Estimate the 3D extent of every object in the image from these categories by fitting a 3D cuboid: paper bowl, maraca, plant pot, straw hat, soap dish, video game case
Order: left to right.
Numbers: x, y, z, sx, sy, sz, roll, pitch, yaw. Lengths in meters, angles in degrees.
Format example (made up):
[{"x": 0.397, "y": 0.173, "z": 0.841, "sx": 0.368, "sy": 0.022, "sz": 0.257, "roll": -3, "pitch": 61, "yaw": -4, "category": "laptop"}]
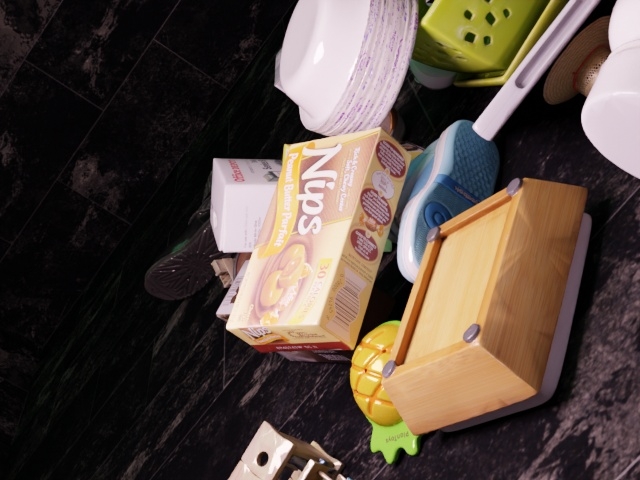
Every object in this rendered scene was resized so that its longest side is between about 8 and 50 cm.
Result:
[{"x": 0.033, "y": -0.310, "z": 1.695, "sx": 0.284, "sy": 0.148, "sz": 0.284, "roll": -165, "pitch": 90, "yaw": -70, "category": "paper bowl"}, {"x": 0.095, "y": 0.195, "z": 1.377, "sx": 0.127, "sy": 0.099, "sz": 0.186, "roll": -34, "pitch": 53, "yaw": 43, "category": "maraca"}, {"x": 0.257, "y": -0.379, "z": 1.732, "sx": 0.227, "sy": 0.207, "sz": 0.228, "roll": -58, "pitch": 18, "yaw": -5, "category": "plant pot"}, {"x": 0.198, "y": 0.075, "z": 1.267, "sx": 0.229, "sy": 0.118, "sz": 0.291, "roll": -33, "pitch": 29, "yaw": 52, "category": "soap dish"}, {"x": 0.322, "y": -0.274, "z": 1.481, "sx": 0.300, "sy": 0.036, "sz": 0.329, "roll": -53, "pitch": -4, "yaw": 13, "category": "video game case"}, {"x": 0.370, "y": -0.222, "z": 1.404, "sx": 0.061, "sy": 0.144, "sz": 0.144, "roll": 47, "pitch": 109, "yaw": 27, "category": "straw hat"}]

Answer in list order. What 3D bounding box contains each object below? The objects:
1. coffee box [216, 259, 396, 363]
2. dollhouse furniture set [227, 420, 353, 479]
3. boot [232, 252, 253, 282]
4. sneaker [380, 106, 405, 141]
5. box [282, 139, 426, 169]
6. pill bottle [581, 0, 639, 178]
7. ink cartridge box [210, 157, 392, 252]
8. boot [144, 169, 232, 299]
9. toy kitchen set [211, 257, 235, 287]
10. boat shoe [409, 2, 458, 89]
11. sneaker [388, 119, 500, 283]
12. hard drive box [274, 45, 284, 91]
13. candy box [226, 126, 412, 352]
[{"x": -0.031, "y": 0.112, "z": 1.719, "sx": 0.119, "sy": 0.168, "sz": 0.297, "roll": -62, "pitch": 19, "yaw": -16, "category": "coffee box"}, {"x": -0.017, "y": 0.355, "z": 1.406, "sx": 0.183, "sy": 0.129, "sz": 0.129, "roll": 31, "pitch": 88, "yaw": 42, "category": "dollhouse furniture set"}, {"x": -0.042, "y": -0.003, "z": 2.127, "sx": 0.280, "sy": 0.096, "sz": 0.264, "roll": -20, "pitch": 32, "yaw": 50, "category": "boot"}, {"x": 0.048, "y": -0.137, "z": 1.965, "sx": 0.290, "sy": 0.106, "sz": 0.123, "roll": -58, "pitch": -18, "yaw": -4, "category": "sneaker"}, {"x": 0.059, "y": -0.126, "z": 1.724, "sx": 0.087, "sy": 0.232, "sz": 0.058, "roll": -144, "pitch": 54, "yaw": -59, "category": "box"}, {"x": 0.427, "y": -0.251, "z": 1.052, "sx": 0.392, "sy": 0.224, "sz": 0.224, "roll": -61, "pitch": 18, "yaw": -13, "category": "pill bottle"}, {"x": -0.037, "y": -0.062, "z": 1.806, "sx": 0.211, "sy": 0.289, "sz": 0.121, "roll": -125, "pitch": 37, "yaw": -70, "category": "ink cartridge box"}, {"x": -0.308, "y": -0.021, "z": 2.707, "sx": 0.348, "sy": 0.131, "sz": 0.260, "roll": -37, "pitch": 32, "yaw": 23, "category": "boot"}, {"x": -0.216, "y": 0.089, "z": 2.406, "sx": 0.075, "sy": 0.083, "sz": 0.068, "roll": -45, "pitch": 63, "yaw": 34, "category": "toy kitchen set"}, {"x": 0.208, "y": -0.342, "z": 1.980, "sx": 0.301, "sy": 0.108, "sz": 0.102, "roll": -92, "pitch": 6, "yaw": -55, "category": "boat shoe"}, {"x": 0.147, "y": -0.020, "z": 1.559, "sx": 0.208, "sy": 0.127, "sz": 0.319, "roll": -36, "pitch": 18, "yaw": 44, "category": "sneaker"}, {"x": 0.023, "y": -0.327, "z": 2.210, "sx": 0.089, "sy": 0.232, "sz": 0.181, "roll": -49, "pitch": 19, "yaw": 23, "category": "hard drive box"}, {"x": 0.000, "y": 0.000, "z": 1.502, "sx": 0.183, "sy": 0.087, "sz": 0.316, "roll": -6, "pitch": 55, "yaw": 42, "category": "candy box"}]
